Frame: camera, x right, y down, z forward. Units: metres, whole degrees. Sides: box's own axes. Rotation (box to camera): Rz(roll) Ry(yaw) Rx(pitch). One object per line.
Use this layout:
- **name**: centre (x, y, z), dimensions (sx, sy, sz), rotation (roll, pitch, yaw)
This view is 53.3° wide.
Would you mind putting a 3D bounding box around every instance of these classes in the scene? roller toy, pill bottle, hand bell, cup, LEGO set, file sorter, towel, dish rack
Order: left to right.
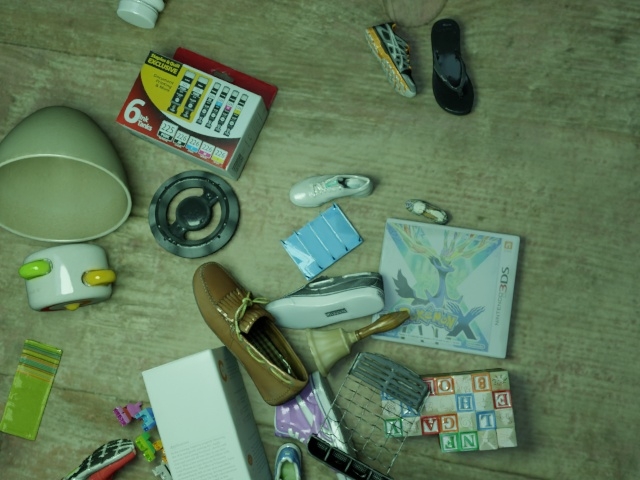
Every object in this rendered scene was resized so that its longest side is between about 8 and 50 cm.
- **towel**: centre (-0.734, 0.376, 1.611), dimensions (0.102, 0.021, 0.237), rotation (15, 86, 6)
- **cup**: centre (-0.629, -0.183, 1.538), dimensions (0.331, 0.331, 0.237), rotation (-13, 58, 3)
- **roller toy**: centre (-0.607, 0.097, 1.545), dimensions (0.209, 0.191, 0.146), rotation (-10, 81, -21)
- **pill bottle**: centre (-0.448, -0.667, 1.648), dimensions (0.119, 0.119, 0.209), rotation (14, 86, 6)
- **LEGO set**: centre (-0.388, 0.471, 1.551), dimensions (0.087, 0.093, 0.227), rotation (-35, 87, 31)
- **file sorter**: centre (0.000, 0.000, 1.554), dimensions (0.170, 0.104, 0.118), rotation (-36, 82, 0)
- **hand bell**: centre (0.098, 0.221, 1.511), dimensions (0.242, 0.126, 0.126), rotation (-22, 83, 2)
- **dish rack**: centre (0.115, 0.394, 1.425), dimensions (0.208, 0.074, 0.271), rotation (27, 81, 7)

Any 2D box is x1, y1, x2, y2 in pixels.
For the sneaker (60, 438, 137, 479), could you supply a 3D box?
- **sneaker**: centre (-0.546, 0.592, 1.551), dimensions (0.279, 0.107, 0.118), rotation (-38, 101, 3)

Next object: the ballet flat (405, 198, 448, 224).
- **ballet flat**: centre (0.264, -0.074, 1.575), dimensions (0.114, 0.041, 0.041), rotation (24, 86, 6)

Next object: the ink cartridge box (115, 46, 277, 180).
- **ink cartridge box**: centre (-0.302, -0.341, 1.599), dimensions (0.309, 0.130, 0.272), rotation (23, 85, 6)

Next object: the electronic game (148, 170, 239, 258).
- **electronic game**: centre (-0.320, -0.067, 1.612), dimensions (0.229, 0.048, 0.229), rotation (0, 77, 0)

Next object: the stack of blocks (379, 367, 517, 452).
- **stack of blocks**: centre (0.294, 0.401, 1.499), dimensions (0.297, 0.087, 0.171), rotation (-5, 83, 4)

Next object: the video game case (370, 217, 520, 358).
- **video game case**: centre (0.302, 0.114, 1.554), dimensions (0.329, 0.036, 0.300), rotation (8, 85, 5)

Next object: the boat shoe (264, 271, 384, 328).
- **boat shoe**: centre (0.007, 0.136, 1.545), dimensions (0.301, 0.108, 0.102), rotation (-14, 46, 18)

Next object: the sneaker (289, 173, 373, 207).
- **sneaker**: centre (0.024, -0.133, 1.571), dimensions (0.212, 0.094, 0.080), rotation (-10, 85, 3)

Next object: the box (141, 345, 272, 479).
- **box**: centre (-0.254, 0.433, 1.472), dimensions (0.168, 0.215, 0.345), rotation (-19, 82, 3)

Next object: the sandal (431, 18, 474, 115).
- **sandal**: centre (0.322, -0.436, 1.600), dimensions (0.097, 0.054, 0.255), rotation (-11, 83, 3)

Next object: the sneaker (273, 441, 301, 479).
- **sneaker**: centre (-0.083, 0.593, 1.510), dimensions (0.080, 0.081, 0.211), rotation (-3, 85, 2)

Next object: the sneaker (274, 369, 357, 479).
- **sneaker**: centre (-0.017, 0.470, 1.516), dimensions (0.161, 0.102, 0.282), rotation (-25, 73, 5)

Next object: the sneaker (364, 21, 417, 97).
- **sneaker**: centre (0.192, -0.458, 1.600), dimensions (0.083, 0.084, 0.215), rotation (-27, 82, -4)

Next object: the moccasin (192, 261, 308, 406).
- **moccasin**: centre (-0.163, 0.200, 1.479), dimensions (0.147, 0.139, 0.380), rotation (-48, 67, 36)
